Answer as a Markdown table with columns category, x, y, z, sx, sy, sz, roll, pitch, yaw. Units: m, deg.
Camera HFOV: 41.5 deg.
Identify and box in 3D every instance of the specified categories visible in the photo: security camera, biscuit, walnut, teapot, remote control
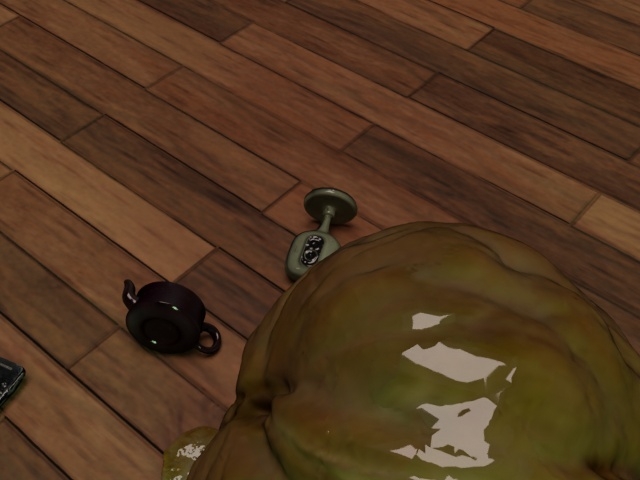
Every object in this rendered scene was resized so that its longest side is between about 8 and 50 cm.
| category | x | y | z | sx | sy | sz | roll | pitch | yaw |
| --- | --- | --- | --- | --- | --- | --- | --- | --- | --- |
| security camera | 0.000 | 0.000 | 0.806 | 0.058 | 0.058 | 0.092 | 8 | 56 | 8 |
| biscuit | -0.055 | 0.186 | 0.650 | 0.147 | 0.018 | 0.071 | 13 | 49 | 13 |
| walnut | 0.071 | 0.138 | 0.522 | 0.285 | 0.285 | 0.297 | 14 | 75 | 13 |
| teapot | -0.129 | 0.065 | 0.734 | 0.100 | 0.068 | 0.045 | 31 | 43 | -19 |
| remote control | -0.287 | 0.139 | 0.701 | 0.039 | 0.014 | 0.096 | 19 | 51 | 18 |
